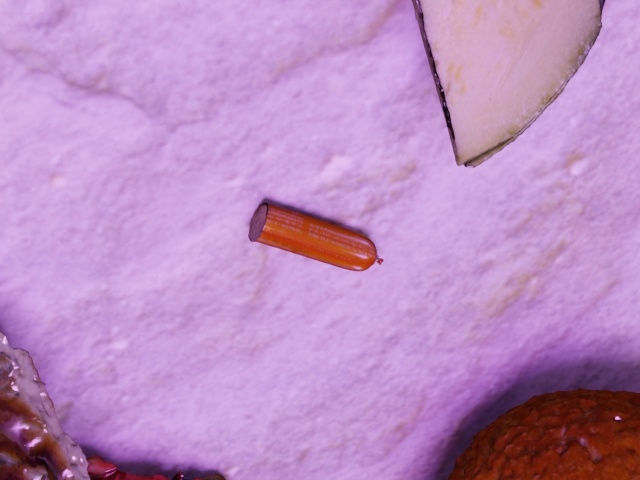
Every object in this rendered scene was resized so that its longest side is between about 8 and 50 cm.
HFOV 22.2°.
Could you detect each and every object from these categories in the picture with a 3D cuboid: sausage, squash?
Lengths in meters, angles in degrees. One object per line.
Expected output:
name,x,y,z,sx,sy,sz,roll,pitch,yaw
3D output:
sausage,0.000,0.000,1.192,0.107,0.031,0.031,16,116,-26
squash,0.111,-0.172,1.102,0.184,0.085,0.192,-39,133,-26

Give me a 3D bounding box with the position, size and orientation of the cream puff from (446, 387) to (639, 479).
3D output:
cream puff,0.212,0.236,1.304,0.303,0.212,0.303,-13,132,-15

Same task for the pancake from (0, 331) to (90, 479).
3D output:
pancake,-0.324,0.223,1.119,0.305,0.067,0.427,42,98,6

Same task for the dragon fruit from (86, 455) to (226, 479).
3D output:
dragon fruit,-0.133,0.233,1.251,0.207,0.133,0.150,0,150,-36
